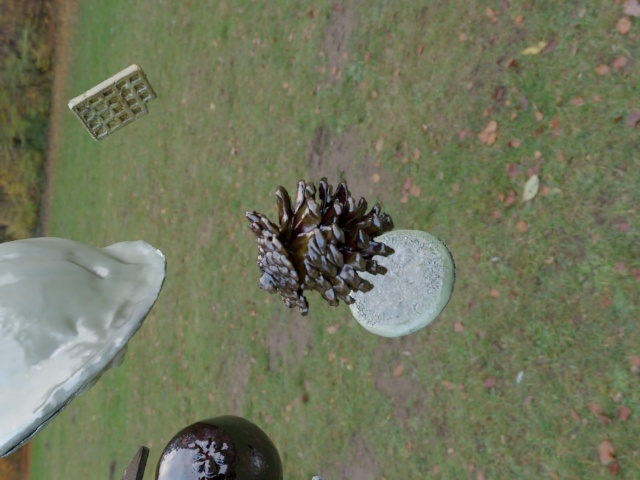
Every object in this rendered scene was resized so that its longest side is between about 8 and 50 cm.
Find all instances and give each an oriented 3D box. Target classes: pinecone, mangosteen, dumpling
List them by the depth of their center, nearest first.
[{"bbox_3d":[-0.002,0.003,0.815,0.150,0.195,0.179,-80,-24,-46],"label":"pinecone"},{"bbox_3d":[-0.354,0.101,0.857,0.233,0.316,0.395,59,-179,-28],"label":"dumpling"},{"bbox_3d":[-0.237,0.564,1.454,0.297,0.297,0.313,58,135,50],"label":"mangosteen"}]

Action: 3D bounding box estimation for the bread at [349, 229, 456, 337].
[{"bbox_3d":[0.175,0.090,1.430,0.267,0.040,0.267,-14,61,27],"label":"bread"}]

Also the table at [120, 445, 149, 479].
[{"bbox_3d":[-0.175,0.463,0.740,0.317,0.249,0.317,-57,15,24],"label":"table"}]

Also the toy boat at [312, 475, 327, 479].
[{"bbox_3d":[0.023,0.657,1.620,0.141,0.060,0.055,39,107,42],"label":"toy boat"}]

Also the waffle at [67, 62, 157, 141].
[{"bbox_3d":[-0.343,-0.231,1.066,0.021,0.135,0.092,52,170,39],"label":"waffle"}]
